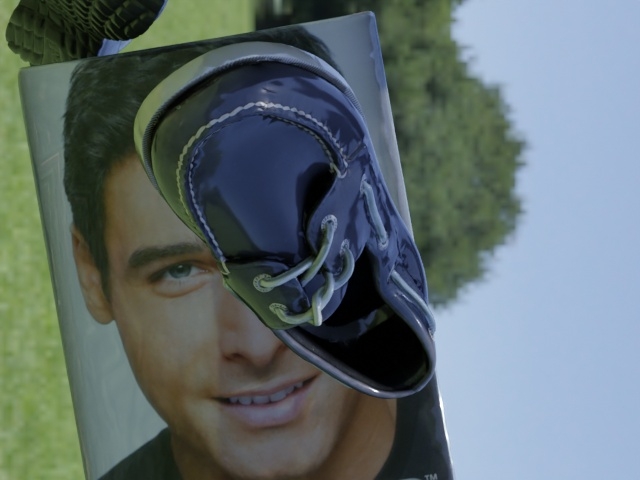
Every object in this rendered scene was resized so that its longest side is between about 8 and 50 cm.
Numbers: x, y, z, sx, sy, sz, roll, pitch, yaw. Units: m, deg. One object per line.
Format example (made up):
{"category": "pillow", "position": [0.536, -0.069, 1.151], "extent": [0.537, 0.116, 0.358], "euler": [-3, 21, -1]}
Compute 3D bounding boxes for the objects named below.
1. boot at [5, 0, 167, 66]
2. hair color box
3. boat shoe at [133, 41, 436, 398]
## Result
{"category": "boot", "position": [-0.094, -0.181, 0.945], "extent": [0.161, 0.083, 0.246], "euler": [-55, -172, -19]}
{"category": "hair color box", "position": [-0.033, 0.083, 0.913], "extent": [0.113, 0.185, 0.374], "euler": [125, -45, -87]}
{"category": "boat shoe", "position": [0.000, 0.000, 0.612], "extent": [0.065, 0.075, 0.206], "euler": [60, 3, 29]}
